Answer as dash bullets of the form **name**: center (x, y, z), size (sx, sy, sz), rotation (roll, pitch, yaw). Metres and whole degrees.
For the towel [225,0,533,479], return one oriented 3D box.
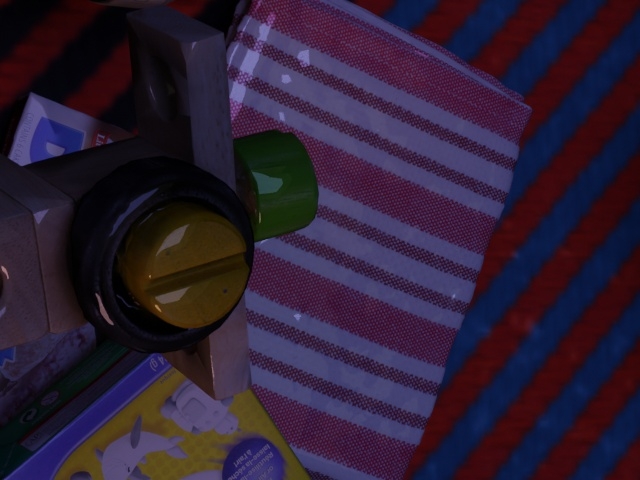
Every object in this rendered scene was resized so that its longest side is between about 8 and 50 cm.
- **towel**: center (0.000, 0.000, 0.837), size (0.144, 0.029, 0.197), rotation (24, 79, -21)

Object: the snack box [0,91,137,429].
- **snack box**: center (-0.116, 0.036, 0.780), size (0.064, 0.022, 0.178), rotation (21, 77, -23)

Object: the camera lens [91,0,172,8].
- **camera lens**: center (-0.020, -0.228, 0.728), size (0.274, 0.219, 0.219), rotation (-29, 98, -18)

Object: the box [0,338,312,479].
- **box**: center (-0.048, 0.124, 0.778), size (0.105, 0.043, 0.179), rotation (-41, 117, -19)

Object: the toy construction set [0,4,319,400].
- **toy construction set**: center (-0.144, -0.045, 0.642), size (0.237, 0.257, 0.309), rotation (-18, 91, -20)
